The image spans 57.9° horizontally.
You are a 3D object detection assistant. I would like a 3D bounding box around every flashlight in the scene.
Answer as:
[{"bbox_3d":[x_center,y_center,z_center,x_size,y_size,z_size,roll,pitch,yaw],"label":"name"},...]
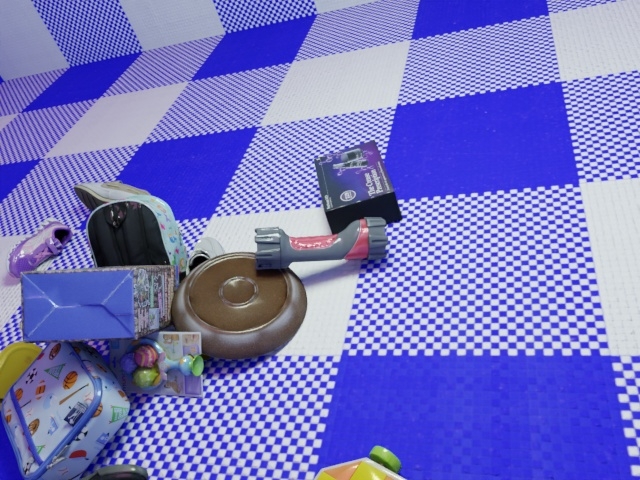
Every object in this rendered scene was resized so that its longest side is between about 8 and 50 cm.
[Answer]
[{"bbox_3d":[0.000,0.000,1.339,0.304,0.103,0.103,-1,43,-5],"label":"flashlight"}]

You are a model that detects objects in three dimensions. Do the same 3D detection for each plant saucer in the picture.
[{"bbox_3d":[-0.184,0.127,1.309,0.310,0.050,0.311,1,45,-1],"label":"plant saucer"}]

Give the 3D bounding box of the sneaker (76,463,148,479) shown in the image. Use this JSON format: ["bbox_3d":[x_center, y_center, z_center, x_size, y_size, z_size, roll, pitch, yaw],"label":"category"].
[{"bbox_3d":[-0.412,0.487,1.031,0.227,0.087,0.130,-21,40,4],"label":"sneaker"}]

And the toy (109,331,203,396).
[{"bbox_3d":[-0.364,0.265,1.230,0.237,0.137,0.056,-3,-1,17],"label":"toy"}]

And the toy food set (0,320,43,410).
[{"bbox_3d":[-0.711,0.315,1.361,0.071,0.128,0.218,-35,31,31],"label":"toy food set"}]

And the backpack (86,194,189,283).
[{"bbox_3d":[-0.466,0.010,1.481,0.225,0.254,0.191,-13,14,12],"label":"backpack"}]

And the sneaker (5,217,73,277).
[{"bbox_3d":[-0.852,0.023,1.772,0.104,0.095,0.236,10,46,22],"label":"sneaker"}]

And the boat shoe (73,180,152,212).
[{"bbox_3d":[-0.662,-0.133,1.861,0.302,0.113,0.103,20,51,26],"label":"boat shoe"}]

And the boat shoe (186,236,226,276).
[{"bbox_3d":[-0.299,0.064,1.473,0.096,0.088,0.268,-15,39,7],"label":"boat shoe"}]

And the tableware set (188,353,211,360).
[{"bbox_3d":[-0.273,0.233,1.315,0.104,0.024,0.154,9,46,31],"label":"tableware set"}]

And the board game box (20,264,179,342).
[{"bbox_3d":[-0.459,0.128,1.254,0.232,0.141,0.291,-2,-1,3],"label":"board game box"}]

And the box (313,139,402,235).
[{"bbox_3d":[0.092,-0.140,1.532,0.184,0.103,0.261,-19,38,6],"label":"box"}]

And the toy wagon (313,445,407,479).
[{"bbox_3d":[0.107,0.463,0.838,0.344,0.068,0.267,17,52,38],"label":"toy wagon"}]

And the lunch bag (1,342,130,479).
[{"bbox_3d":[-0.539,0.353,1.197,0.243,0.115,0.303,-49,42,-8],"label":"lunch bag"}]
